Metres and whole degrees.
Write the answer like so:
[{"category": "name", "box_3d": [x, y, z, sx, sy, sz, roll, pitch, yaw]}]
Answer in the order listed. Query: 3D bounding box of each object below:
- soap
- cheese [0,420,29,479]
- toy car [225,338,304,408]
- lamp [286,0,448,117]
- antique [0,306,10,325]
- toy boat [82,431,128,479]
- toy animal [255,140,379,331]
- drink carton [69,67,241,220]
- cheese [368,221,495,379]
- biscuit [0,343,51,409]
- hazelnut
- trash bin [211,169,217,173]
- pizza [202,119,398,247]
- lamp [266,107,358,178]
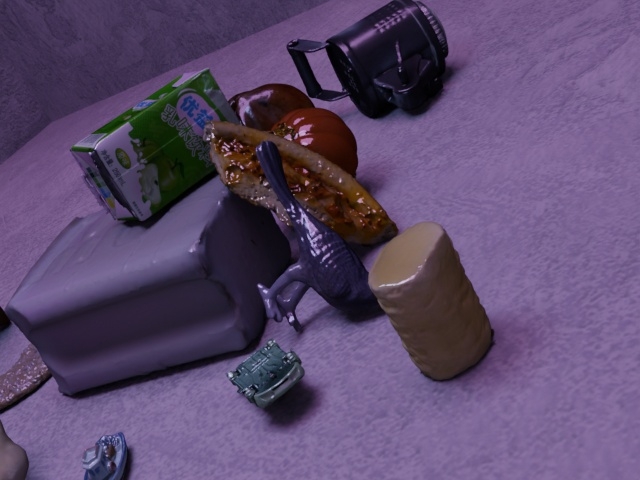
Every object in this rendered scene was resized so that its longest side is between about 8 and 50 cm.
[{"category": "soap", "box_3d": [-0.287, 0.059, 1.470, 0.434, 0.213, 0.350, -15, 26, 27]}, {"category": "cheese", "box_3d": [-0.593, 0.317, 1.204, 0.115, 0.326, 0.318, -61, 25, 27]}, {"category": "toy car", "box_3d": [-0.073, 0.191, 1.154, 0.093, 0.058, 0.186, -36, 13, -13]}, {"category": "lamp", "box_3d": [0.150, -0.430, 1.931, 0.272, 0.205, 0.374, -44, 44, -19]}, {"category": "antique", "box_3d": [-0.813, 0.135, 1.857, 0.143, 0.257, 0.121, -39, 53, -22]}, {"category": "toy boat", "box_3d": [-0.304, 0.312, 1.168, 0.059, 0.066, 0.140, -23, 26, 7]}, {"category": "toy animal", "box_3d": [-0.008, 0.038, 1.243, 0.206, 0.367, 0.081, -54, -22, 15]}, {"category": "drink carton", "box_3d": [-0.269, -0.158, 1.434, 0.271, 0.161, 0.108, -41, 26, -26]}, {"category": "cheese", "box_3d": [0.136, 0.075, 1.011, 0.093, 0.167, 0.123, 6, 45, 47]}, {"category": "biscuit", "box_3d": [-0.558, 0.244, 1.627, 0.133, 0.032, 0.250, -13, 28, 31]}, {"category": "hazelnut", "box_3d": [-0.127, -0.254, 1.908, 0.251, 0.217, 0.217, -26, 24, 11]}, {"category": "trash bin", "box_3d": [-0.352, -0.177, 2.019, 0.301, 0.203, 0.252, -45, 10, -29]}, {"category": "pizza", "box_3d": [-0.041, -0.091, 1.370, 0.074, 0.365, 0.182, -61, -8, 33]}, {"category": "lamp", "box_3d": [-0.028, -0.144, 1.588, 0.223, 0.196, 0.223, -29, 52, 45]}]
